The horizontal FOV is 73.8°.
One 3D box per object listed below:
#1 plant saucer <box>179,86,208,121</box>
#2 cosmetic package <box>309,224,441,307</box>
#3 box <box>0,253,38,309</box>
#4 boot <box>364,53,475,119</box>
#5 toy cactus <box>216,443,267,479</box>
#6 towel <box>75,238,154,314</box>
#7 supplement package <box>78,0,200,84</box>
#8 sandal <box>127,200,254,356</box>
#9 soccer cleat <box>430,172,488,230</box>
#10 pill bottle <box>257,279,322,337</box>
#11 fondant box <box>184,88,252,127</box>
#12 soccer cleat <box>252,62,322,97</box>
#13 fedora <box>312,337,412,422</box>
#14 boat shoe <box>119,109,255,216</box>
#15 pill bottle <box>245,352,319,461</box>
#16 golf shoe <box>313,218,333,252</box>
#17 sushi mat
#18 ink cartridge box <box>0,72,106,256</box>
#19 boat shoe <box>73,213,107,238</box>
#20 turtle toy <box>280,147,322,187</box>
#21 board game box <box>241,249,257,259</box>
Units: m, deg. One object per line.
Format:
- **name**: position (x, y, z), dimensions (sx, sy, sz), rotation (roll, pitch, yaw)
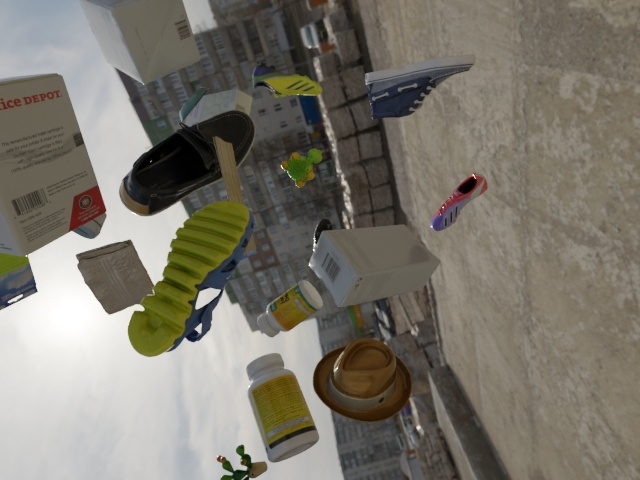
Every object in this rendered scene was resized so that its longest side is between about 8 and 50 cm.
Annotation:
- **plant saucer**: position (-0.352, -0.379, 1.170), dimensions (0.021, 0.119, 0.119), rotation (39, -163, -22)
- **cosmetic package**: position (0.185, 0.073, 1.435), dimensions (0.217, 0.386, 0.156), rotation (54, 133, 38)
- **box**: position (-0.729, 0.070, 0.977), dimensions (0.109, 0.043, 0.178), rotation (-37, -33, -46)
- **boot**: position (0.176, -0.269, 0.753), dimensions (0.069, 0.190, 0.085), rotation (-41, -56, -57)
- **toy cactus**: position (-0.268, 0.793, 1.450), dimensions (0.181, 0.112, 0.218), rotation (8, -96, -44)
- **towel**: position (-0.684, 0.130, 1.451), dimensions (0.049, 0.187, 0.282), rotation (-120, 16, -48)
- **supplement package**: position (-0.526, -0.618, 1.243), dimensions (0.263, 0.198, 0.199), rotation (35, 150, 34)
- **sandal**: position (-0.224, 0.069, 0.799), dimensions (0.126, 0.317, 0.138), rotation (27, 169, 23)
- **soccer cleat**: position (0.465, -0.133, 1.471), dimensions (0.095, 0.248, 0.083), rotation (20, -147, -45)
- **pill bottle**: position (-0.106, 0.235, 1.444), dimensions (0.117, 0.209, 0.117), rotation (50, -169, -14)
- **fondant box**: position (-0.462, -0.516, 1.879), dimensions (0.096, 0.331, 0.237), rotation (15, -97, -50)
- **soccer cleat**: position (-0.139, -0.632, 1.757), dimensions (0.093, 0.290, 0.121), rotation (172, 111, -78)
- **fedora**: position (0.082, 0.242, 0.800), dimensions (0.194, 0.195, 0.079), rotation (-103, 15, -57)
- **boat shoe**: position (-0.369, -0.256, 1.275), dimensions (0.186, 0.500, 0.156), rotation (47, 148, -3)
- **pill bottle**: position (-0.149, 0.583, 1.515), dimensions (0.187, 0.188, 0.333), rotation (70, 174, -59)
- **golf shoe**: position (0.000, 0.000, 1.716), dimensions (0.094, 0.077, 0.197), rotation (-130, 43, -64)
- **sushi mat**: position (-0.231, -0.120, 1.157), dimensions (0.151, 0.019, 0.316), rotation (-61, -41, -82)
- **ink cartridge box**: position (-0.527, -0.140, 0.751), dimensions (0.197, 0.114, 0.272), rotation (-55, -32, -56)
- **boat shoe**: position (-0.598, -0.091, 0.965), dimensions (0.226, 0.083, 0.075), rotation (45, -140, -35)
- **turtle toy**: position (-0.048, -0.223, 1.262), dimensions (0.095, 0.130, 0.066), rotation (51, -139, -9)
- **board game box**: position (-0.343, 0.016, 1.536), dimensions (0.039, 0.212, 0.160), rotation (29, 137, 47)
